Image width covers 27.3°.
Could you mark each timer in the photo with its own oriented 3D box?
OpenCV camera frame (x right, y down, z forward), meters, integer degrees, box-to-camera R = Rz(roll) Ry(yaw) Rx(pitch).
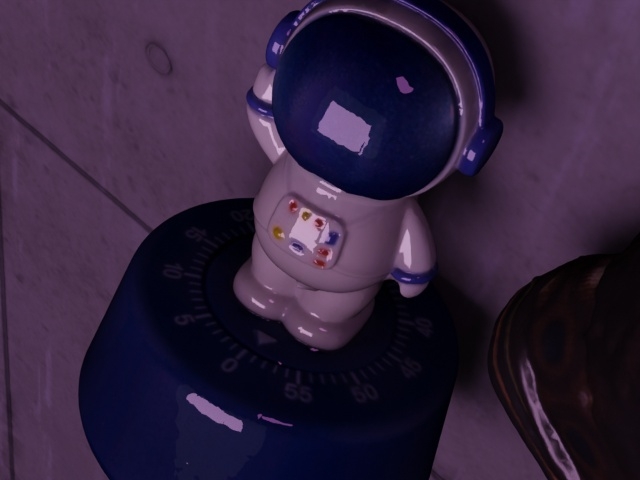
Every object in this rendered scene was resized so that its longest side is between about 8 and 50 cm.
[{"bbox_3d":[0.000,0.000,0.877,0.270,0.270,0.383,37,131,21],"label":"timer"}]

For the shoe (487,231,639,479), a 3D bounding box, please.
[{"bbox_3d":[0.269,0.159,0.735,0.384,0.171,0.237,60,151,0],"label":"shoe"}]
